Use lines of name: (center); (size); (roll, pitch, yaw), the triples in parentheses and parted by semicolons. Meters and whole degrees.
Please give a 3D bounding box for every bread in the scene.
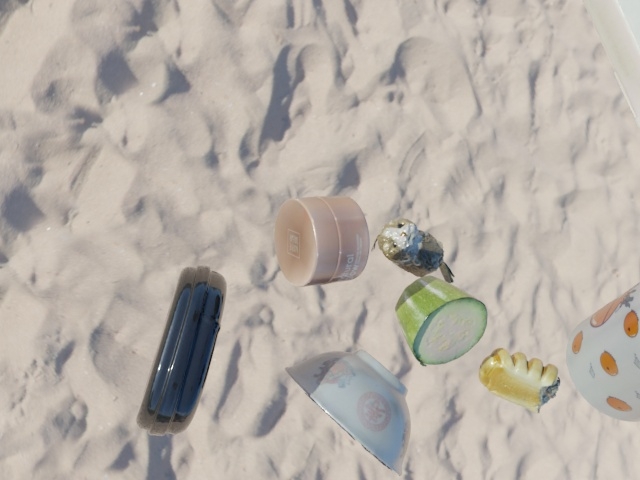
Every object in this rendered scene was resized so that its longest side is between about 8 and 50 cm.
bread: (0.438, 0.299, 1.351); (0.177, 0.119, 0.084); (22, 38, 10)

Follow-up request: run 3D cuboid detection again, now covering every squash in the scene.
squash: (0.227, 0.153, 1.216); (0.170, 0.123, 0.170); (-18, 129, -23)

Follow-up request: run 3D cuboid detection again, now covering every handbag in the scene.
handbag: (-0.246, 0.195, 1.113); (0.093, 0.254, 0.308); (17, 75, -12)

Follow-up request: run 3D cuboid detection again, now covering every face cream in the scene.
face cream: (0.000, 0.000, 1.040); (0.104, 0.149, 0.149); (-5, 89, -30)

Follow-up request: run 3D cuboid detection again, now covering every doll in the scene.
doll: (0.225, 0.025, 1.423); (0.221, 0.115, 0.105); (24, 63, -28)

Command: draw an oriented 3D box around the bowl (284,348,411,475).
bowl: (0.094, 0.349, 1.390); (0.345, 0.345, 0.157); (45, 80, -19)

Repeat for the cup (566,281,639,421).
cup: (0.590, 0.172, 1.049); (0.212, 0.317, 0.212); (2, 64, -4)

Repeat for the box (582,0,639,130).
box: (0.346, -0.247, 0.512); (0.273, 0.048, 0.265); (-19, 83, -6)
